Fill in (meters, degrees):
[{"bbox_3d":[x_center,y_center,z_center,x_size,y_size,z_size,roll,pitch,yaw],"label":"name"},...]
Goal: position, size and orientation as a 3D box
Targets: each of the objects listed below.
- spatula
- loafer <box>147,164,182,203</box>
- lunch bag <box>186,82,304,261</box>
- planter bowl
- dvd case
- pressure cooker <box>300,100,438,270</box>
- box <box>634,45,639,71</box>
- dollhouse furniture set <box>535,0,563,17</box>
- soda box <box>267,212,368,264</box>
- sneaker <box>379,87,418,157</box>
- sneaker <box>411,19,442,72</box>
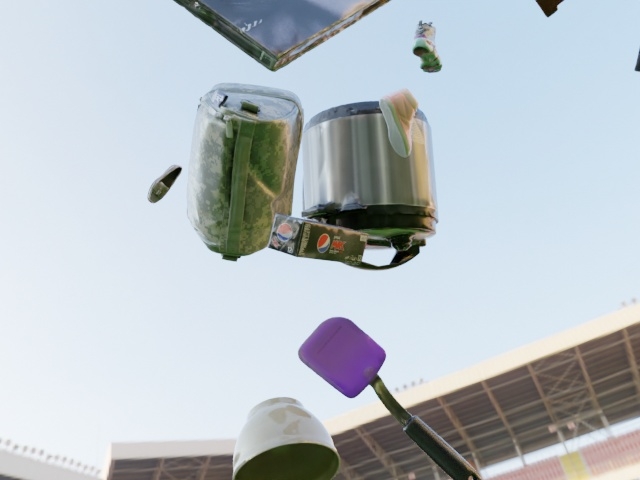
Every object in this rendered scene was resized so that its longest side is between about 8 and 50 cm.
[{"bbox_3d":[0.100,0.215,0.754,0.296,0.084,0.030,45,-24,-6],"label":"spatula"},{"bbox_3d":[-0.409,-0.151,1.565,0.045,0.125,0.039,43,-20,-27],"label":"loafer"},{"bbox_3d":[-0.146,-0.143,1.147,0.213,0.256,0.305,7,-65,-6],"label":"lunch bag"},{"bbox_3d":[-0.060,0.314,0.920,0.162,0.109,0.162,-8,-49,-9],"label":"planter bowl"},{"bbox_3d":[-0.026,-0.218,0.448,0.221,0.165,0.018,-43,-15,-37],"label":"dvd case"},{"bbox_3d":[0.130,-0.127,1.611,0.370,0.420,0.375,-4,-9,3],"label":"pressure cooker"},{"bbox_3d":[0.355,-0.207,0.503,0.037,0.136,0.225,-33,-47,-29],"label":"box"},{"bbox_3d":[0.372,-0.485,0.713,0.152,0.201,0.374,30,-46,-33],"label":"dollhouse furniture set"},{"bbox_3d":[0.000,0.000,0.895,0.169,0.060,0.053,10,-85,-53],"label":"soda box"},{"bbox_3d":[0.163,-0.228,1.137,0.070,0.051,0.134,-35,-56,-17],"label":"sneaker"},{"bbox_3d":[0.176,-0.319,0.962,0.038,0.069,0.098,2,-12,23],"label":"sneaker"}]
